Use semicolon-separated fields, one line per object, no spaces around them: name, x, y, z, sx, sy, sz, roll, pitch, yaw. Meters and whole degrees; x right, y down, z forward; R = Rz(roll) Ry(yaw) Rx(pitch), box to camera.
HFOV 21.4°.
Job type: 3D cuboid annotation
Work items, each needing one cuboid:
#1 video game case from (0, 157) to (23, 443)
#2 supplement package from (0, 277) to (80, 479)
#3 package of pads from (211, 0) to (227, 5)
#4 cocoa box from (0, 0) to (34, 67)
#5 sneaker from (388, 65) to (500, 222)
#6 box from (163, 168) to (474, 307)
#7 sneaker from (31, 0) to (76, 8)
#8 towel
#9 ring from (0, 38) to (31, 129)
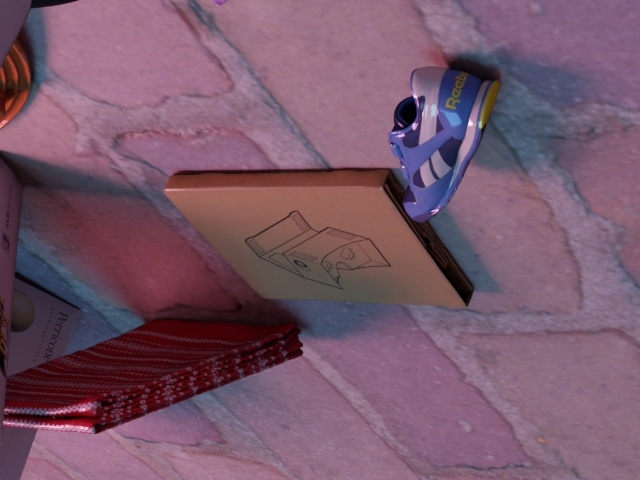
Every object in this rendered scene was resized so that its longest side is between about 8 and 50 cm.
video game case;-0.382;0.067;1.381;0.269;0.244;0.061;-10;148;14
supplement package;-0.408;0.114;1.598;0.263;0.199;0.198;29;151;-25
package of pads;-0.041;-0.178;0.963;0.032;0.083;0.050;37;146;-18
cocoa box;-0.205;-0.270;0.754;0.231;0.228;0.347;22;152;-2
sneaker;0.073;-0.067;1.120;0.059;0.053;0.144;20;144;0
box;0.000;0.000;1.320;0.201;0.021;0.164;0;146;33
sneaker;-0.224;-0.205;1.033;0.270;0.145;0.090;-21;157;3
towel;-0.167;0.110;1.433;0.199;0.031;0.275;-1;-170;37
ring;-0.379;-0.105;1.227;0.337;0.032;0.336;-6;159;-2
